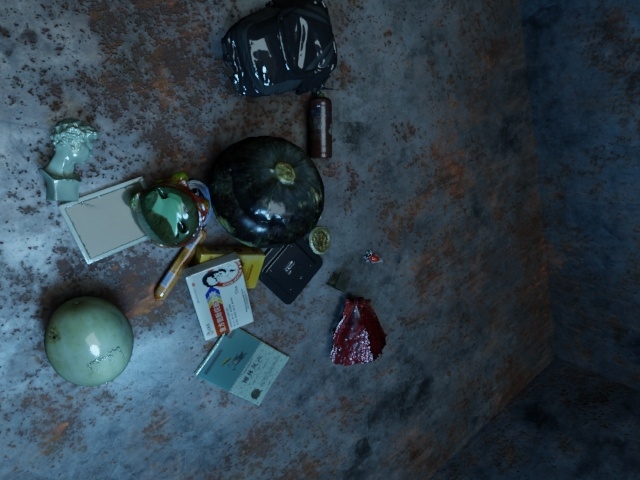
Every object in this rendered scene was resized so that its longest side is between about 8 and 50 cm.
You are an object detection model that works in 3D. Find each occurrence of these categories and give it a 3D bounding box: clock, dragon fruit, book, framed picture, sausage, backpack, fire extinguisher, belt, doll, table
[{"bbox_3d":[-0.140,0.120,2.033,0.278,0.049,0.273,-51,123,-13],"label":"clock"},{"bbox_3d":[0.177,0.448,2.297,0.286,0.228,0.328,-15,90,-63],"label":"dragon fruit"},{"bbox_3d":[-0.342,0.562,2.011,0.379,0.031,0.264,39,78,-33],"label":"book"},{"bbox_3d":[-0.741,-0.076,1.611,0.296,0.019,0.232,-26,114,-27],"label":"framed picture"},{"bbox_3d":[-0.549,0.092,1.754,0.053,0.053,0.347,37,79,-34],"label":"sausage"},{"bbox_3d":[-0.536,-0.101,1.611,0.269,0.130,0.294,11,108,2],"label":"dragon fruit"},{"bbox_3d":[-0.161,-0.723,1.704,0.446,0.255,0.363,-30,118,-32],"label":"backpack"},{"bbox_3d":[0.013,-0.530,1.932,0.102,0.138,0.343,-14,110,-46],"label":"fire extinguisher"},{"bbox_3d":[-0.490,-0.148,1.720,0.142,0.082,0.190,-5,104,-28],"label":"belt"},{"bbox_3d":[0.273,0.093,2.306,0.114,0.039,0.057,22,61,-27],"label":"doll"},{"bbox_3d":[0.093,0.199,2.193,0.083,0.070,0.082,30,80,-34],"label":"table"}]

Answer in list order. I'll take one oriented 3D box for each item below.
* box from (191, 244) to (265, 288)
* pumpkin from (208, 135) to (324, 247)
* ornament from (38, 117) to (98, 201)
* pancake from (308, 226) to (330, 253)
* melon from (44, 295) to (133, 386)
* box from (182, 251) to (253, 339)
[{"bbox_3d":[-0.380,0.112,1.825,0.274,0.076,0.174,2,122,-34],"label":"box"},{"bbox_3d":[-0.206,-0.184,1.727,0.455,0.344,0.453,11,64,-24],"label":"pumpkin"},{"bbox_3d":[-0.827,-0.258,1.451,0.130,0.121,0.285,22,87,-55],"label":"ornament"},{"bbox_3d":[0.000,0.000,2.100,0.140,0.022,0.139,4,84,-44],"label":"pancake"},{"bbox_3d":[-0.783,0.353,1.531,0.269,0.269,0.329,-18,118,-29],"label":"melon"},{"bbox_3d":[-0.404,0.229,1.798,0.215,0.069,0.353,-20,128,-20],"label":"box"}]
